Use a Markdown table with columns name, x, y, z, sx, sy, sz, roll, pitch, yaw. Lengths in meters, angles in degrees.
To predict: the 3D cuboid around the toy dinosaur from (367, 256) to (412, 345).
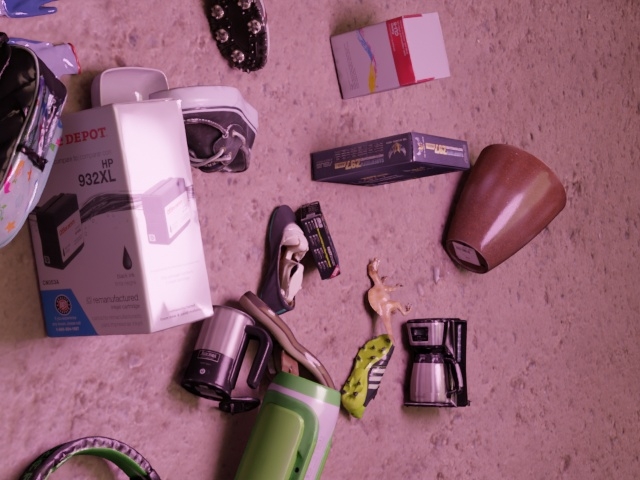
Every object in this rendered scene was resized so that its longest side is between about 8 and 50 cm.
| name | x | y | z | sx | sy | sz | roll | pitch | yaw |
| --- | --- | --- | --- | --- | --- | --- | --- | --- | --- |
| toy dinosaur | 0.127 | 0.127 | 2.244 | 0.092 | 0.053 | 0.183 | 9 | 61 | -45 |

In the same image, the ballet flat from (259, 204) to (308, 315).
| name | x | y | z | sx | sy | sz | roll | pitch | yaw |
| --- | --- | --- | --- | --- | --- | --- | --- | --- | --- |
| ballet flat | -0.054 | 0.033 | 2.020 | 0.074 | 0.074 | 0.203 | 29 | 64 | -45 |

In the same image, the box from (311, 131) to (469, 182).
| name | x | y | z | sx | sy | sz | roll | pitch | yaw |
| --- | --- | --- | --- | --- | --- | --- | --- | --- | --- |
| box | 0.127 | -0.145 | 2.133 | 0.183 | 0.232 | 0.059 | 4 | 80 | -51 |

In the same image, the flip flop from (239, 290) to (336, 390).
| name | x | y | z | sx | sy | sz | roll | pitch | yaw |
| --- | --- | --- | --- | --- | --- | --- | --- | --- | --- |
| flip flop | -0.065 | 0.199 | 1.972 | 0.080 | 0.112 | 0.277 | -45 | 126 | -13 |

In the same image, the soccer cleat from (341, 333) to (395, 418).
| name | x | y | z | sx | sy | sz | roll | pitch | yaw |
| --- | --- | --- | --- | --- | --- | --- | --- | --- | --- |
| soccer cleat | 0.091 | 0.253 | 2.191 | 0.179 | 0.060 | 0.072 | -57 | 141 | -33 |

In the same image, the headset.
| name | x | y | z | sx | sy | sz | roll | pitch | yaw |
| --- | --- | --- | --- | --- | --- | --- | --- | --- | --- |
| headset | -0.264 | 0.458 | 1.623 | 0.243 | 0.185 | 0.394 | -39 | 104 | -45 |

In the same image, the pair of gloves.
| name | x | y | z | sx | sy | sz | roll | pitch | yaw |
| --- | --- | --- | --- | --- | --- | --- | --- | --- | --- |
| pair of gloves | -0.418 | -0.301 | 1.652 | 0.159 | 0.023 | 0.198 | -28 | 108 | -50 |

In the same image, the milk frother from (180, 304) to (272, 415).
| name | x | y | z | sx | sy | sz | roll | pitch | yaw |
| --- | --- | --- | --- | --- | --- | --- | --- | --- | --- |
| milk frother | -0.145 | 0.199 | 1.884 | 0.143 | 0.129 | 0.135 | 104 | 3 | -65 |

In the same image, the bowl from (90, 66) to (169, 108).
| name | x | y | z | sx | sy | sz | roll | pitch | yaw |
| --- | --- | --- | --- | --- | --- | --- | --- | --- | --- |
| bowl | -0.292 | -0.189 | 1.767 | 0.142 | 0.053 | 0.142 | -10 | 93 | -52 |

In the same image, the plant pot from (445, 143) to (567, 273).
| name | x | y | z | sx | sy | sz | roll | pitch | yaw |
| --- | --- | --- | --- | --- | --- | --- | --- | --- | --- |
| plant pot | 0.369 | -0.049 | 2.467 | 0.230 | 0.215 | 0.215 | -51 | 125 | -23 |

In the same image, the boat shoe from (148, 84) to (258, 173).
| name | x | y | z | sx | sy | sz | roll | pitch | yaw |
| --- | --- | --- | --- | --- | --- | --- | --- | --- | --- |
| boat shoe | -0.163 | -0.164 | 1.801 | 0.335 | 0.121 | 0.119 | 9 | 77 | -73 |

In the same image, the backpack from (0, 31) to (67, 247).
| name | x | y | z | sx | sy | sz | roll | pitch | yaw |
| --- | --- | --- | --- | --- | --- | --- | --- | --- | --- |
| backpack | -0.445 | -0.108 | 1.434 | 0.191 | 0.225 | 0.254 | 72 | 28 | -66 |

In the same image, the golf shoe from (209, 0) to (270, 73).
| name | x | y | z | sx | sy | sz | roll | pitch | yaw |
| --- | --- | --- | --- | --- | --- | --- | --- | --- | --- |
| golf shoe | -0.131 | -0.421 | 1.956 | 0.120 | 0.105 | 0.273 | -38 | 115 | -54 |

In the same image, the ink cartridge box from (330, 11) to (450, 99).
| name | x | y | z | sx | sy | sz | roll | pitch | yaw |
| --- | --- | --- | --- | --- | --- | --- | --- | --- | --- |
| ink cartridge box | 0.131 | -0.349 | 2.207 | 0.128 | 0.176 | 0.127 | -20 | 99 | -51 |

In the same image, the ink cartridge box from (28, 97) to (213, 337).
| name | x | y | z | sx | sy | sz | roll | pitch | yaw |
| --- | --- | --- | --- | --- | --- | --- | --- | --- | --- |
| ink cartridge box | -0.289 | -0.029 | 1.618 | 0.129 | 0.223 | 0.308 | -13 | 96 | -50 |

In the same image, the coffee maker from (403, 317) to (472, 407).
| name | x | y | z | sx | sy | sz | roll | pitch | yaw |
| --- | --- | --- | --- | --- | --- | --- | --- | --- | --- |
| coffee maker | 0.237 | 0.244 | 2.335 | 0.171 | 0.120 | 0.178 | 22 | 69 | -72 |

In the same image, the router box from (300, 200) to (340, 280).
| name | x | y | z | sx | sy | sz | roll | pitch | yaw |
| --- | --- | --- | --- | --- | --- | --- | --- | --- | --- |
| router box | 0.000 | 0.000 | 2.079 | 0.092 | 0.038 | 0.122 | -98 | 170 | -73 |

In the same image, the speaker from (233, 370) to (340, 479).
| name | x | y | z | sx | sy | sz | roll | pitch | yaw |
| --- | --- | --- | --- | --- | --- | --- | --- | --- | --- |
| speaker | -0.067 | 0.367 | 1.878 | 0.131 | 0.131 | 0.297 | 28 | 80 | -46 |
